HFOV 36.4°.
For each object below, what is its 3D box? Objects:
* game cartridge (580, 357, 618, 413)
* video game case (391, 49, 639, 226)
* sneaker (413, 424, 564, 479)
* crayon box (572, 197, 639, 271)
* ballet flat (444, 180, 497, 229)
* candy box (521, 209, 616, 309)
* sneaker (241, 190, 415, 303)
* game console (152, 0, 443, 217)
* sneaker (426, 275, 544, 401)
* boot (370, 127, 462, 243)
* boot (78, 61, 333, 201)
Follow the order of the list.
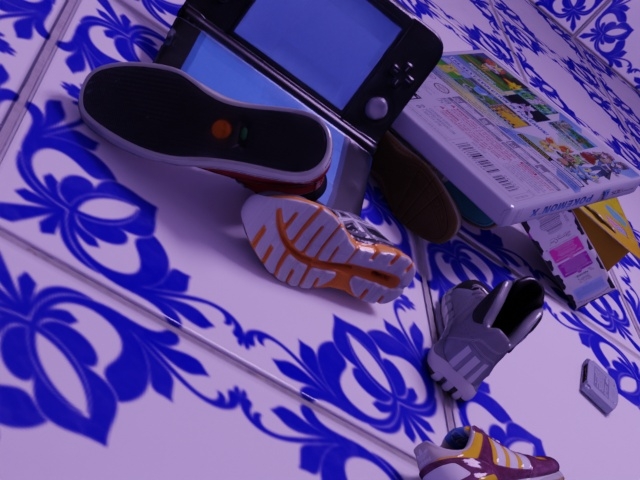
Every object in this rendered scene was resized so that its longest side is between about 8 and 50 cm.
[{"bbox_3d":[0.364,0.191,1.268,0.056,0.017,0.083,40,26,1],"label":"game cartridge"},{"bbox_3d":[0.228,-0.152,1.308,0.299,0.036,0.329,-13,48,-41],"label":"video game case"},{"bbox_3d":[0.157,0.205,0.892,0.185,0.069,0.084,5,50,-53],"label":"sneaker"},{"bbox_3d":[0.428,-0.073,1.669,0.202,0.081,0.318,38,23,-12],"label":"crayon box"},{"bbox_3d":[0.188,-0.110,1.405,0.232,0.080,0.073,52,15,15],"label":"ballet flat"},{"bbox_3d":[0.333,-0.030,1.411,0.233,0.071,0.159,49,18,-38],"label":"candy box"},{"bbox_3d":[0.000,0.000,0.976,0.215,0.084,0.083,27,20,-41],"label":"sneaker"},{"bbox_3d":[-0.016,-0.198,1.106,0.293,0.250,0.173,34,10,-19],"label":"game console"},{"bbox_3d":[0.196,0.078,1.063,0.086,0.132,0.229,41,26,-5],"label":"sneaker"},{"bbox_3d":[0.138,-0.084,1.288,0.213,0.077,0.165,50,26,23],"label":"boot"},{"bbox_3d":[-0.110,-0.093,0.960,0.244,0.088,0.176,16,-10,1],"label":"boot"}]
